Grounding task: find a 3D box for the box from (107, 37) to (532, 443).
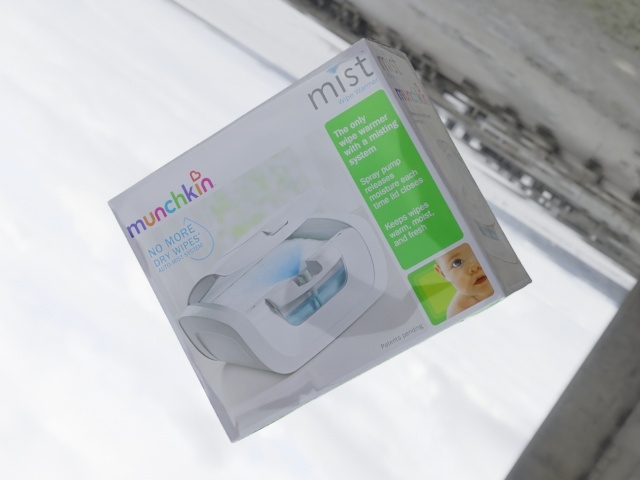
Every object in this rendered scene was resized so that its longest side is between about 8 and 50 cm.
[{"bbox_3d":[0.000,0.000,0.983,0.231,0.262,0.127,62,-162,6],"label":"box"}]
